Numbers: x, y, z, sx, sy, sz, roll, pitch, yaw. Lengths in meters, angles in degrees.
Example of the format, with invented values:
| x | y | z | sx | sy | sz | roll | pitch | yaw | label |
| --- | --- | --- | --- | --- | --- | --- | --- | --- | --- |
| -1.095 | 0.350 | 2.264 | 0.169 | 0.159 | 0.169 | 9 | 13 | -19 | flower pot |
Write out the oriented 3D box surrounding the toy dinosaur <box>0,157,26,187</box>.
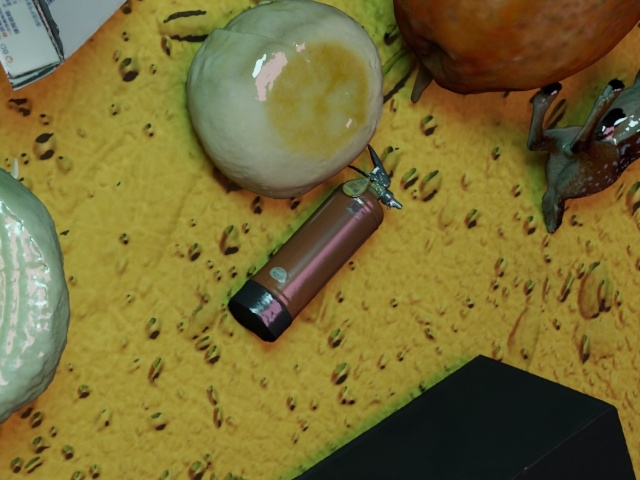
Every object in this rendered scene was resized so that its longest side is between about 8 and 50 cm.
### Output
| x | y | z | sx | sy | sz | roll | pitch | yaw | label |
| --- | --- | --- | --- | --- | --- | --- | --- | --- | --- |
| -0.218 | -0.015 | 1.169 | 0.031 | 0.047 | 0.083 | -22 | 108 | -30 | toy dinosaur |

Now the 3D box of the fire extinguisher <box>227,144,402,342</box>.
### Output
| x | y | z | sx | sy | sz | roll | pitch | yaw | label |
| --- | --- | --- | --- | --- | --- | --- | --- | --- | --- |
| 0.000 | 0.000 | 1.313 | 0.062 | 0.050 | 0.177 | 39 | 71 | 9 | fire extinguisher |

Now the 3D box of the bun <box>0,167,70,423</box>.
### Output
| x | y | z | sx | sy | sz | roll | pitch | yaw | label |
| --- | --- | --- | --- | --- | --- | --- | --- | --- | --- |
| -0.259 | 0.035 | 1.104 | 0.195 | 0.118 | 0.195 | -1 | 97 | -8 | bun |

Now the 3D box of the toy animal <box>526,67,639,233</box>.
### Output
| x | y | z | sx | sy | sz | roll | pitch | yaw | label |
| --- | --- | --- | --- | --- | --- | --- | --- | --- | --- |
| 0.288 | -0.104 | 1.437 | 0.244 | 0.087 | 0.260 | -25 | 149 | 1 | toy animal |

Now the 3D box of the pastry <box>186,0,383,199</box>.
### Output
| x | y | z | sx | sy | sz | roll | pitch | yaw | label |
| --- | --- | --- | --- | --- | --- | --- | --- | --- | --- |
| -0.023 | -0.107 | 1.256 | 0.156 | 0.092 | 0.156 | -9 | 110 | -28 | pastry |

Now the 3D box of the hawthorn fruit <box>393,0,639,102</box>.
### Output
| x | y | z | sx | sy | sz | roll | pitch | yaw | label |
| --- | --- | --- | --- | --- | --- | --- | --- | --- | --- |
| 0.151 | -0.207 | 1.297 | 0.210 | 0.210 | 0.262 | 27 | 104 | -33 | hawthorn fruit |

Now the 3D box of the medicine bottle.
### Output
| x | y | z | sx | sy | sz | roll | pitch | yaw | label |
| --- | --- | --- | --- | --- | --- | --- | --- | --- | --- |
| -0.180 | -0.216 | 1.091 | 0.201 | 0.052 | 0.171 | -64 | 136 | -58 | medicine bottle |

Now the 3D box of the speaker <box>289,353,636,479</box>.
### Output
| x | y | z | sx | sy | sz | roll | pitch | yaw | label |
| --- | --- | --- | --- | --- | --- | --- | --- | --- | --- |
| 0.135 | 0.266 | 1.361 | 0.232 | 0.184 | 0.254 | -31 | 116 | -25 | speaker |
